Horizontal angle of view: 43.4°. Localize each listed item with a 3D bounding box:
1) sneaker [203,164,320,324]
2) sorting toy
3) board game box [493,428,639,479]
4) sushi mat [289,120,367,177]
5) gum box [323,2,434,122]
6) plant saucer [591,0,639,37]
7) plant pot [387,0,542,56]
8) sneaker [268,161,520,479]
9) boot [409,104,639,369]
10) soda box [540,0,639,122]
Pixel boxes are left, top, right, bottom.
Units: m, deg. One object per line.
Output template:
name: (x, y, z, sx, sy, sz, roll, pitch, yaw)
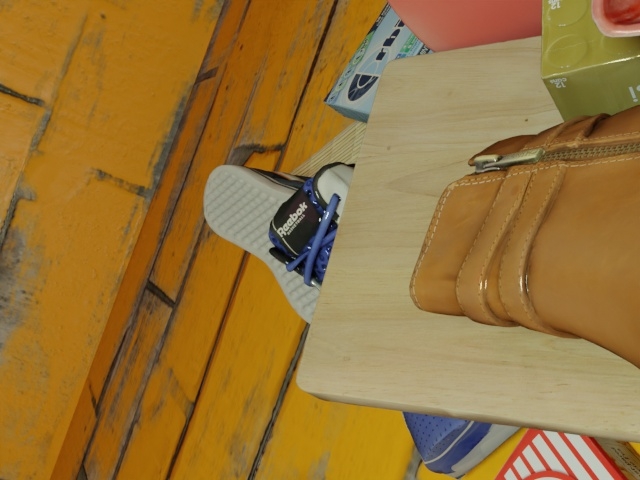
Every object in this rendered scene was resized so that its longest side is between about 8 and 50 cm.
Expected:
sneaker: (0.000, 0.000, 0.920, 0.321, 0.127, 0.126, 39, 116, 41)
sorting toy: (0.141, -0.002, 0.510, 0.257, 0.089, 0.256, 0, 63, 36)
board game box: (0.155, 0.205, 0.460, 0.147, 0.045, 0.193, -63, 23, 16)
sushi mat: (0.010, -0.074, 1.074, 0.316, 0.019, 0.152, -31, 43, 57)
gum box: (0.088, -0.211, 0.950, 0.157, 0.041, 0.184, -57, 24, 2)
plant saucer: (0.245, -0.218, 0.315, 0.258, 0.047, 0.259, 1, 90, 32)
plant pot: (0.190, -0.265, 0.532, 0.243, 0.274, 0.275, -8, 63, 52)
sneaker: (0.046, 0.039, 0.677, 0.127, 0.182, 0.316, -56, 25, 33)
boot: (0.119, 0.016, 0.331, 0.220, 0.109, 0.283, -2, 38, 43)
soda box: (0.212, -0.112, 0.423, 0.181, 0.058, 0.061, -9, 58, 32)
